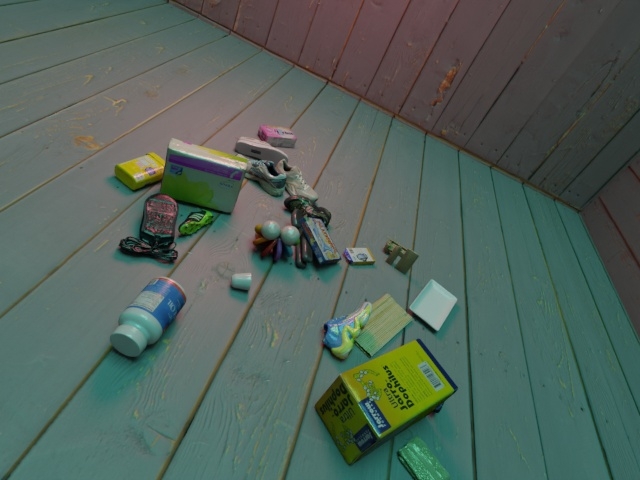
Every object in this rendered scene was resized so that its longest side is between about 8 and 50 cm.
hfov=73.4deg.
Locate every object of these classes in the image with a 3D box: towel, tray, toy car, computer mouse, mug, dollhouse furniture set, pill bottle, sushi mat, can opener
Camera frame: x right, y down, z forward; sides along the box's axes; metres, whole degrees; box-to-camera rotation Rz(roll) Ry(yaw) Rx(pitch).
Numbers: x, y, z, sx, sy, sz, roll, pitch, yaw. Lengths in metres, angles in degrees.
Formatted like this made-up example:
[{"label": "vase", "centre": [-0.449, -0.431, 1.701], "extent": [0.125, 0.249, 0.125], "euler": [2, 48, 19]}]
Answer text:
[{"label": "towel", "centre": [0.304, 0.662, 1.266], "extent": [0.110, 0.027, 0.148], "euler": [-15, 55, -41]}, {"label": "tray", "centre": [0.477, 0.273, 1.820], "extent": [0.145, 0.030, 0.270], "euler": [38, 39, 14]}, {"label": "toy car", "centre": [-0.172, 0.009, 1.650], "extent": [0.182, 0.159, 0.136], "euler": [16, 74, -17]}, {"label": "computer mouse", "centre": [-0.580, -0.047, 1.509], "extent": [0.189, 0.072, 0.272], "euler": [15, 52, -20]}, {"label": "mug", "centre": [-0.277, 0.142, 1.492], "extent": [0.064, 0.078, 0.062], "euler": [4, 75, -15]}, {"label": "dollhouse furniture set", "centre": [0.374, 0.036, 1.952], "extent": [0.144, 0.123, 0.151], "euler": [34, 38, 7]}, {"label": "pill bottle", "centre": [-0.485, 0.214, 1.213], "extent": [0.124, 0.124, 0.221], "euler": [27, 38, -2]}, {"label": "sushi mat", "centre": [0.220, 0.312, 1.626], "extent": [0.151, 0.019, 0.317], "euler": [44, 40, 19]}, {"label": "can opener", "centre": [-0.083, -0.009, 1.759], "extent": [0.093, 0.074, 0.280], "euler": [26, 36, -31]}]

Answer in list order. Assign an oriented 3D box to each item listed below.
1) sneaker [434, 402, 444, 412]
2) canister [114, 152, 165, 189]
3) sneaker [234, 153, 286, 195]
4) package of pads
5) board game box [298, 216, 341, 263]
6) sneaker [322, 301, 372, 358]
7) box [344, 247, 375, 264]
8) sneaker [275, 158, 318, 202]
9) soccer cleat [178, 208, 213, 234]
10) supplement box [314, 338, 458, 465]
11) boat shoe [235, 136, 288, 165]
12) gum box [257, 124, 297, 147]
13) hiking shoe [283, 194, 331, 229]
[{"label": "sneaker", "centre": [0.360, 0.488, 1.475], "extent": [0.087, 0.083, 0.221], "euler": [2, 38, -11]}, {"label": "canister", "centre": [-0.697, -0.272, 1.685], "extent": [0.126, 0.073, 0.170], "euler": [37, 40, 12]}, {"label": "sneaker", "centre": [-0.270, -0.332, 1.977], "extent": [0.283, 0.122, 0.110], "euler": [33, 37, 7]}, {"label": "package of pads", "centre": [-0.456, -0.242, 1.673], "extent": [0.297, 0.229, 0.101], "euler": [13, 37, -17]}, {"label": "board game box", "centre": [0.000, 0.000, 1.756], "extent": [0.136, 0.035, 0.201], "euler": [2, 58, -60]}, {"label": "sneaker", "centre": [0.088, 0.286, 1.491], "extent": [0.126, 0.091, 0.240], "euler": [28, 50, 10]}, {"label": "box", "centre": [0.164, 0.069, 1.864], "extent": [0.136, 0.028, 0.081], "euler": [-1, 46, -29]}, {"label": "sneaker", "centre": [-0.113, -0.279, 2.015], "extent": [0.263, 0.121, 0.099], "euler": [35, 39, 8]}, {"label": "soccer cleat", "centre": [-0.477, -0.071, 1.609], "extent": [0.072, 0.060, 0.179], "euler": [28, 30, 15]}, {"label": "supplement box", "centre": [0.199, 0.468, 1.286], "extent": [0.357, 0.194, 0.195], "euler": [-10, 52, -40]}, {"label": "boat shoe", "centre": [-0.285, -0.448, 2.134], "extent": [0.268, 0.096, 0.088], "euler": [13, 44, -6]}, {"label": "gum box", "centre": [-0.236, -0.560, 2.310], "extent": [0.189, 0.062, 0.107], "euler": [-4, 47, -35]}, {"label": "hiking shoe", "centre": [-0.057, -0.123, 1.898], "extent": [0.227, 0.086, 0.114], "euler": [22, 35, -10]}]
